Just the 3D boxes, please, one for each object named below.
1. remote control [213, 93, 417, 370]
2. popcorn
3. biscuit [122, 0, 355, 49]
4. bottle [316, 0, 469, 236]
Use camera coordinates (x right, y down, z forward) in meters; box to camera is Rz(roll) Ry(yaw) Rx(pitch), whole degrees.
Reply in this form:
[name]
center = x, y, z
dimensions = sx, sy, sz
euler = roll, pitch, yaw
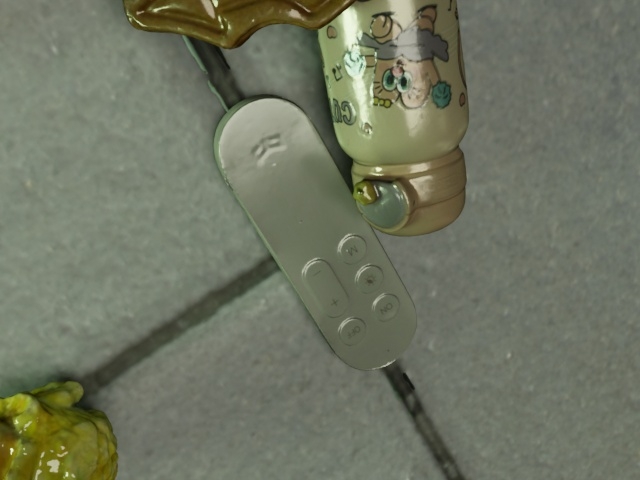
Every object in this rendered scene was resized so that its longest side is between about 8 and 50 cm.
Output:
[remote control]
center = 0.000, 0.000, 0.684
dimensions = 0.077, 0.022, 0.245
euler = -35, 116, -10
[popcorn]
center = -0.196, 0.158, 0.611
dimensions = 0.121, 0.106, 0.116
euler = 1, 115, -22
[biscuit]
center = -0.064, -0.205, 0.541
dimensions = 0.215, 0.034, 0.182
euler = -14, 96, 10
[bottle]
center = 0.050, -0.103, 0.623
dimensions = 0.110, 0.097, 0.209
euler = -38, 123, -51
